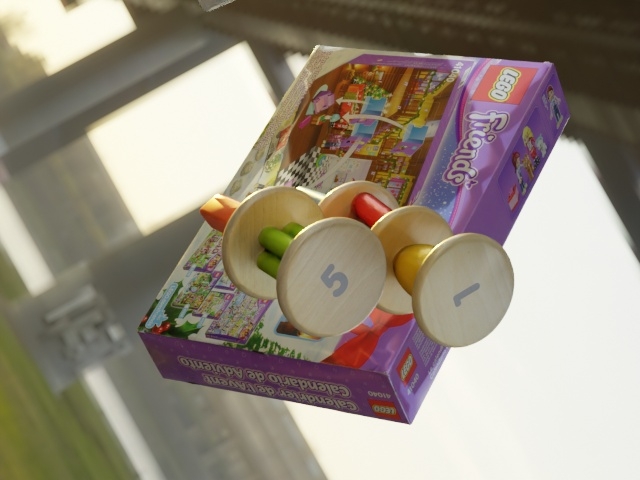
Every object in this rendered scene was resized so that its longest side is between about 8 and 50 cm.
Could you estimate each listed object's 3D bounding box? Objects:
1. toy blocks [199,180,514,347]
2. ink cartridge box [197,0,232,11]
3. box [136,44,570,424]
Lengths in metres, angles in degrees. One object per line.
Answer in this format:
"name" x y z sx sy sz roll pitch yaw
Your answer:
"toy blocks" 0.000 0.000 0.895 0.148 0.123 0.054 29 -71 57
"ink cartridge box" -0.048 -0.321 1.449 0.333 0.165 0.065 -105 168 -45
"box" 0.028 -0.014 1.360 0.201 0.293 0.057 8 -39 32
